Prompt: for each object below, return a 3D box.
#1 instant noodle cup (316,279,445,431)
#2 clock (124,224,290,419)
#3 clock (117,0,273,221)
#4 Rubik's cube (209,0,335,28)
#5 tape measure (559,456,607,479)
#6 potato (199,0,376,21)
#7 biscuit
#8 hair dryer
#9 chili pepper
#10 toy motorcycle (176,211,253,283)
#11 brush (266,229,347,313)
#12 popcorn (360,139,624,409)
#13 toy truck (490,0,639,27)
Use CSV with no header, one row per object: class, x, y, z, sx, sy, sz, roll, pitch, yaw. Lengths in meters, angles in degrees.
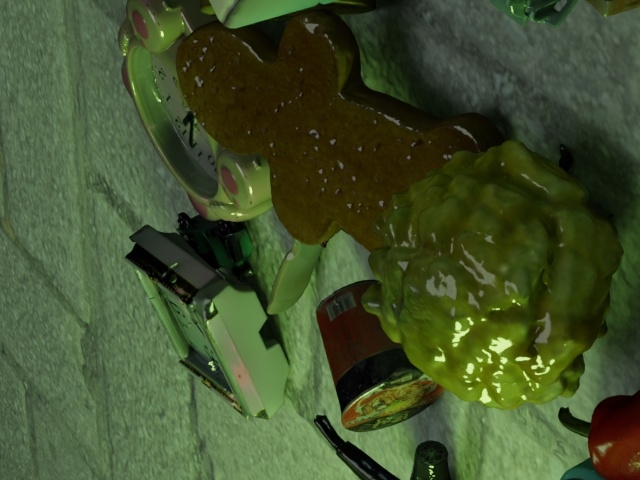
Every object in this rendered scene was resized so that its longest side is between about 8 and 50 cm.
instant noodle cup,0.057,0.122,2.079,0.127,0.127,0.136,112,141,-54
clock,-0.141,0.100,2.415,0.186,0.083,0.253,33,156,41
clock,-0.136,-0.155,2.223,0.284,0.114,0.309,59,161,2
Rubik's cube,0.018,-0.395,1.580,0.292,0.290,0.291,64,154,15
tape measure,0.277,0.262,1.771,0.125,0.081,0.146,54,150,24
potato,-0.034,-0.304,1.920,0.203,0.178,0.158,-121,30,-84
biscuit,0.023,-0.107,1.941,0.432,0.064,0.283,31,136,31
hair dryer,0.068,0.253,2.136,0.219,0.075,0.195,35,148,30
chili pepper,0.308,0.120,1.626,0.368,0.092,0.137,122,143,-51
toy motorcycle,-0.131,0.002,2.432,0.173,0.058,0.100,4,119,65
brush,0.000,0.000,2.168,0.050,0.060,0.321,49,149,17
popcorn,0.164,0.026,1.696,0.249,0.225,0.249,22,138,21
toy truck,0.210,-0.320,1.369,0.133,0.184,0.338,49,147,36
